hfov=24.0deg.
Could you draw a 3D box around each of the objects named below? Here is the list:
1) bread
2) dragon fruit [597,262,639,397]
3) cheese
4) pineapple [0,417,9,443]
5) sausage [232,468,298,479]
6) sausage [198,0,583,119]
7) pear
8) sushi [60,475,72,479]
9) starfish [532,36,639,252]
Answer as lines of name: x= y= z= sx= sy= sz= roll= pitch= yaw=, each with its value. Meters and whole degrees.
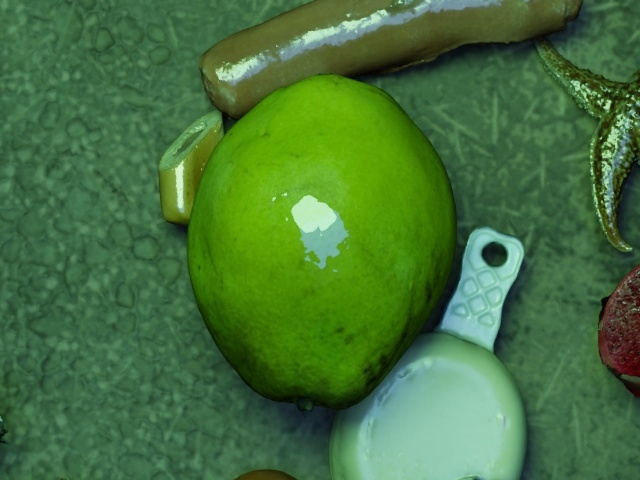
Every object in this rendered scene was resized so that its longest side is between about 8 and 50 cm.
bread: x=-0.109 y=-0.060 z=1.262 sx=0.062 sy=0.049 sz=0.103 roll=-1 pitch=82 yaw=-34
dragon fruit: x=0.310 y=0.084 z=1.231 sx=0.153 sy=0.153 sz=0.111 roll=-45 pitch=119 yaw=-4
cheese: x=0.088 y=0.113 z=1.236 sx=0.163 sy=0.071 sz=0.249 roll=0 pitch=85 yaw=-1
pineapple: x=-0.430 y=0.173 z=1.178 sx=0.362 sy=0.202 sz=0.202 roll=-17 pitch=85 yaw=-11
sausage: x=-0.017 y=0.260 z=1.217 sx=0.089 sy=0.089 sz=0.179 roll=-39 pitch=76 yaw=-3
sausage: x=0.058 y=-0.177 z=1.261 sx=0.326 sy=0.079 sz=0.087 roll=-16 pitch=59 yaw=-1
pear: x=0.000 y=0.000 z=1.180 sx=0.212 sy=0.212 sz=0.269 roll=4 pitch=81 yaw=1
sushi: x=-0.236 y=0.383 z=1.158 sx=0.417 sy=0.176 sz=0.417 roll=0 pitch=85 yaw=0
starfish: x=0.266 y=-0.106 z=1.266 sx=0.238 sy=0.057 sz=0.213 roll=34 pitch=78 yaw=2
